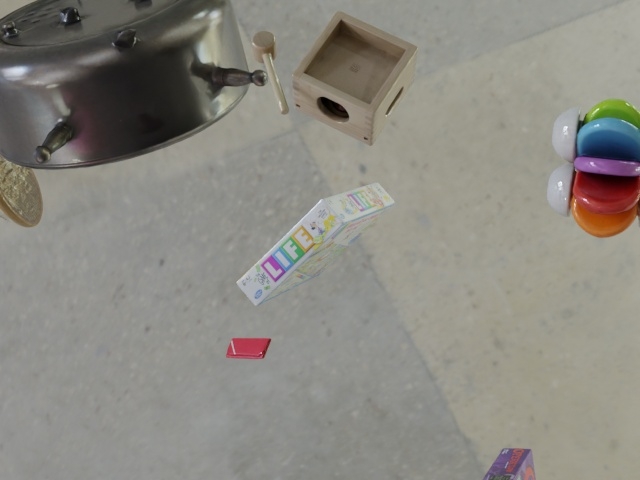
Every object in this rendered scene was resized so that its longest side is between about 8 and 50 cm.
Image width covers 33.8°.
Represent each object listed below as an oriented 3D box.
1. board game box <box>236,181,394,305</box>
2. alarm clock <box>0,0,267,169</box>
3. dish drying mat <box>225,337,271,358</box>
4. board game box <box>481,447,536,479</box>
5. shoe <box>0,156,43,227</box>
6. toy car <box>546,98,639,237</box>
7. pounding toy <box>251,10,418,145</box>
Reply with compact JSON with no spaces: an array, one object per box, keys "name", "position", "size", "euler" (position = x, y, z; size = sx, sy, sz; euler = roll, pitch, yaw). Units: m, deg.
[{"name":"board game box","position":[0.000,0.000,0.896],"size":[0.026,0.103,0.154],"euler":[49,19,7]},{"name":"alarm clock","position":[-0.111,-0.095,0.526],"size":[0.129,0.192,0.064],"euler":[-23,117,-17]},{"name":"dish drying mat","position":[-0.103,0.152,1.484],"size":[0.008,0.083,0.032],"euler":[38,62,-33]},{"name":"board game box","position":[0.247,0.465,1.336],"size":[0.056,0.208,0.347],"euler":[-6,100,21]},{"name":"shoe","position":[-0.431,-0.094,1.347],"size":[0.058,0.219,0.077],"euler":[-1,53,25]},{"name":"toy car","position":[0.376,-0.091,1.376],"size":[0.159,0.136,0.182],"euler":[8,108,20]},{"name":"pounding toy","position":[0.000,-0.217,1.450],"size":[0.206,0.094,0.181],"euler":[27,67,13]}]
